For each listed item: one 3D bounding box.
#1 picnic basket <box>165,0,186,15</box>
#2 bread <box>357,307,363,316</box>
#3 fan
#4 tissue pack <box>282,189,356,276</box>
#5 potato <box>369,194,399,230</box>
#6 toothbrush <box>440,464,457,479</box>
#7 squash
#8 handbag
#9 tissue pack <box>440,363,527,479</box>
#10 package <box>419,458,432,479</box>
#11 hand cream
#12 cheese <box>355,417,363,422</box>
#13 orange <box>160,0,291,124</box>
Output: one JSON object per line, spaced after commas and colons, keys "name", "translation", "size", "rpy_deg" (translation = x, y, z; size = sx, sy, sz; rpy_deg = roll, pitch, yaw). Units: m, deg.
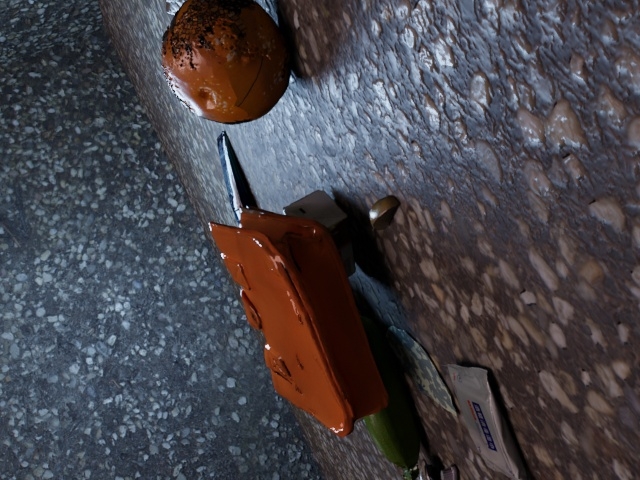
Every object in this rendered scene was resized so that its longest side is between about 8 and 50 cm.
{"name": "picnic basket", "translation": [-0.212, -0.480, 1.263], "size": [0.128, 0.138, 0.178], "rpy_deg": [25, 153, 1]}
{"name": "bread", "translation": [0.044, 0.153, 1.507], "size": [0.233, 0.076, 0.105], "rpy_deg": [56, 176, 10]}
{"name": "fan", "translation": [0.176, 0.226, 1.289], "size": [0.240, 0.009, 0.131], "rpy_deg": [46, 155, 53]}
{"name": "tissue pack", "translation": [0.001, 0.000, 1.358], "size": [0.106, 0.099, 0.149], "rpy_deg": [45, 155, 41]}
{"name": "potato", "translation": [0.090, -0.045, 1.101], "size": [0.093, 0.037, 0.036], "rpy_deg": [106, 142, -69]}
{"name": "toothbrush", "translation": [0.268, 0.557, 1.459], "size": [0.024, 0.029, 0.354], "rpy_deg": [-107, 3, -49]}
{"name": "squash", "translation": [0.125, 0.320, 1.443], "size": [0.379, 0.101, 0.101], "rpy_deg": [68, 165, -15]}
{"name": "handbag", "translation": [-0.045, 0.143, 1.330], "size": [0.303, 0.116, 0.410], "rpy_deg": [12, 127, 55]}
{"name": "tissue pack", "translation": [0.248, 0.272, 1.073], "size": [0.193, 0.026, 0.122], "rpy_deg": [67, 165, -7]}
{"name": "package", "translation": [0.237, 0.561, 1.451], "size": [0.166, 0.040, 0.232], "rpy_deg": [76, 179, -70]}
{"name": "hand cream", "translation": [-0.250, -0.175, 2.067], "size": [0.120, 0.061, 0.271], "rpy_deg": [165, 86, -74]}
{"name": "cheese", "translation": [0.047, 0.315, 1.593], "size": [0.198, 0.154, 0.189], "rpy_deg": [95, 159, -55]}
{"name": "orange", "translation": [-0.163, -0.308, 1.238], "size": [0.234, 0.234, 0.182], "rpy_deg": [81, -158, -47]}
